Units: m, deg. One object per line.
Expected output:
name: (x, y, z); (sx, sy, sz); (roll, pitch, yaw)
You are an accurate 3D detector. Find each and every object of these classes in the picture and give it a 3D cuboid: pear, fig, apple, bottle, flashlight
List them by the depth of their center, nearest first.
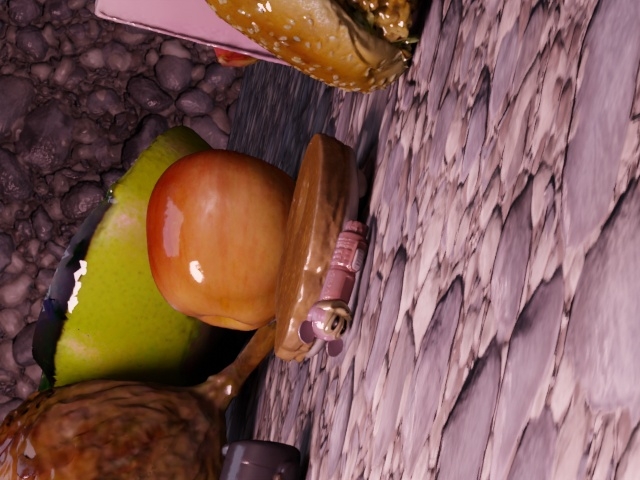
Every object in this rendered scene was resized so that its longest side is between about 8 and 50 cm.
flashlight: (0.017, 0.036, 1.549); (0.031, 0.052, 0.110); (3, 70, 47)
bottle: (-0.070, 0.286, 1.603); (0.082, 0.072, 0.244); (4, 78, 46)
apple: (-0.094, 0.005, 1.992); (0.199, 0.199, 0.199); (-167, 90, -84)
fig: (-0.179, 0.217, 2.055); (0.369, 0.286, 0.286); (-53, 7, 0)
pear: (-0.170, 0.066, 2.250); (0.399, 0.165, 0.399); (-59, -11, -20)

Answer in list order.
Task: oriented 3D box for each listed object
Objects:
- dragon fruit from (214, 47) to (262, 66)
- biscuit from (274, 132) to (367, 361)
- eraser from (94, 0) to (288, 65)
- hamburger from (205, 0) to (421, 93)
dragon fruit: (-0.046, -0.358, 2.118); (0.305, 0.225, 0.305); (-17, -90, -88)
biscuit: (0.000, 0.000, 1.677); (0.208, 0.049, 0.181); (-91, 16, -65)
eraser: (-0.054, -0.365, 1.908); (0.122, 0.272, 0.359); (-110, 33, -78)
hamburger: (-0.020, -0.208, 1.560); (0.122, 0.215, 0.189); (-62, 22, 3)
